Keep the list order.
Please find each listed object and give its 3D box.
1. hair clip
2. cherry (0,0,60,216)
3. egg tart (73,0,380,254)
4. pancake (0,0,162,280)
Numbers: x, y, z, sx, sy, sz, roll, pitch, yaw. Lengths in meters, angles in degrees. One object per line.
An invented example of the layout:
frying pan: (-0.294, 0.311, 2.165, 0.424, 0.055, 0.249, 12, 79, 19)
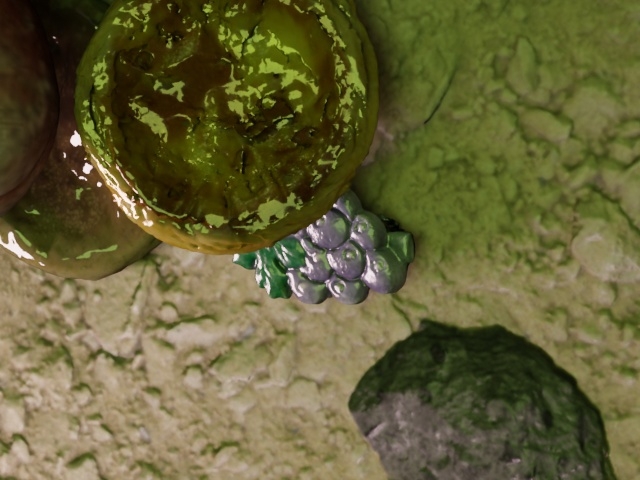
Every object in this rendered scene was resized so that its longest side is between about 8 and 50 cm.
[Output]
hair clip: (0.001, 0.000, 1.594, 0.195, 0.052, 0.124, -1, 100, 26)
cherry: (-0.403, -0.136, 1.522, 0.326, 0.291, 0.335, -38, 75, 18)
egg tart: (-0.084, -0.131, 1.535, 0.290, 0.115, 0.290, 0, 87, 2)
pancake: (-0.261, -0.097, 1.655, 0.294, 0.049, 0.294, 4, 101, 19)
